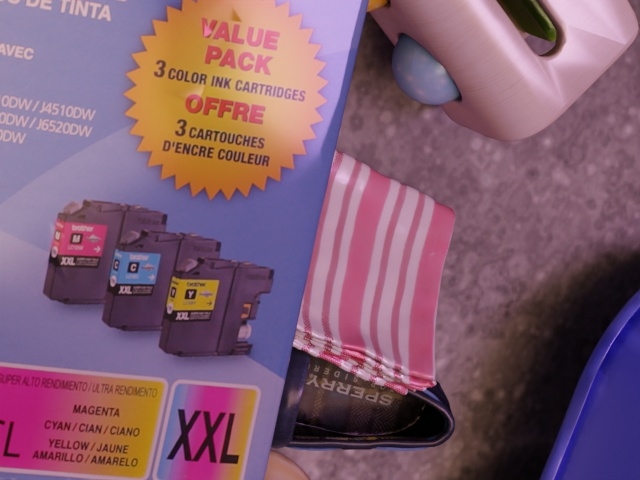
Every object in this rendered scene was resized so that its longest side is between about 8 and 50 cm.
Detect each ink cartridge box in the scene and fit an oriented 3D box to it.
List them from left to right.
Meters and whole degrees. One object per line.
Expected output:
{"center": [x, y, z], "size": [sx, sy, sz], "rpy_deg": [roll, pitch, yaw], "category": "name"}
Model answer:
{"center": [-0.133, -0.080, 0.967], "size": [0.270, 0.151, 0.395], "rpy_deg": [7, 99, -25], "category": "ink cartridge box"}

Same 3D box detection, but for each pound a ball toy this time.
{"center": [0.055, -0.199, 1.091], "size": [0.136, 0.208, 0.319], "rpy_deg": [-44, 116, -7], "category": "pound a ball toy"}

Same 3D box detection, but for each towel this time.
{"center": [0.000, 0.000, 1.175], "size": [0.197, 0.029, 0.144], "rpy_deg": [27, 55, -27], "category": "towel"}

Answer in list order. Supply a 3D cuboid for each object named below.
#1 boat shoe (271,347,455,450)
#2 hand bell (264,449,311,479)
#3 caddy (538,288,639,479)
{"center": [-0.028, 0.082, 1.192], "size": [0.258, 0.089, 0.109], "rpy_deg": [4, 101, -24], "category": "boat shoe"}
{"center": [-0.012, 0.224, 1.150], "size": [0.126, 0.242, 0.126], "rpy_deg": [-5, 105, -22], "category": "hand bell"}
{"center": [0.251, 0.178, 1.293], "size": [0.241, 0.179, 0.341], "rpy_deg": [17, 97, -50], "category": "caddy"}
